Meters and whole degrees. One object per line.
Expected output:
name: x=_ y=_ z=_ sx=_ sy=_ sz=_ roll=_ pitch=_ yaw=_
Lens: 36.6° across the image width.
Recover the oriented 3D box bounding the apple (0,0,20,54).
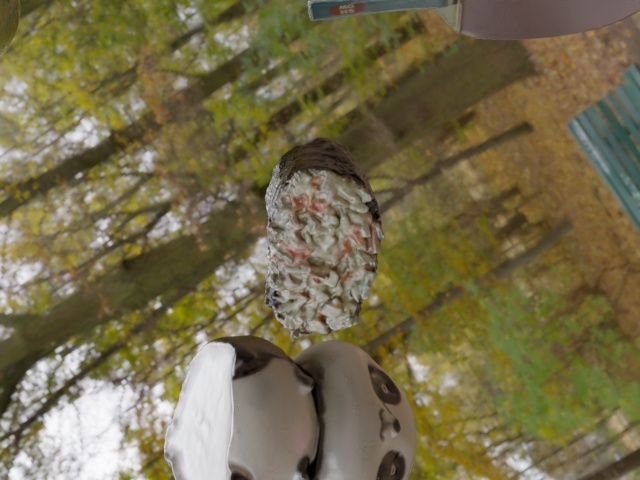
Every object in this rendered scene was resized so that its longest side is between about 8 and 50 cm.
apple: x=-0.443 y=-0.262 z=0.946 sx=0.279 sy=0.279 sz=0.279 roll=56 pitch=-172 yaw=-12

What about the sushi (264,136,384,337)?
sushi: x=0.000 y=0.000 z=0.743 sx=0.078 sy=0.090 sz=0.150 roll=-90 pitch=5 yaw=-59

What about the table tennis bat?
table tennis bat: x=0.126 y=-0.190 z=0.727 sx=0.154 sy=0.274 sz=0.021 roll=76 pitch=-169 yaw=-70

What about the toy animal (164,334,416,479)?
toy animal: x=-0.016 y=0.189 z=0.949 sx=0.235 sy=0.165 sz=0.187 roll=10 pitch=-111 yaw=-24
